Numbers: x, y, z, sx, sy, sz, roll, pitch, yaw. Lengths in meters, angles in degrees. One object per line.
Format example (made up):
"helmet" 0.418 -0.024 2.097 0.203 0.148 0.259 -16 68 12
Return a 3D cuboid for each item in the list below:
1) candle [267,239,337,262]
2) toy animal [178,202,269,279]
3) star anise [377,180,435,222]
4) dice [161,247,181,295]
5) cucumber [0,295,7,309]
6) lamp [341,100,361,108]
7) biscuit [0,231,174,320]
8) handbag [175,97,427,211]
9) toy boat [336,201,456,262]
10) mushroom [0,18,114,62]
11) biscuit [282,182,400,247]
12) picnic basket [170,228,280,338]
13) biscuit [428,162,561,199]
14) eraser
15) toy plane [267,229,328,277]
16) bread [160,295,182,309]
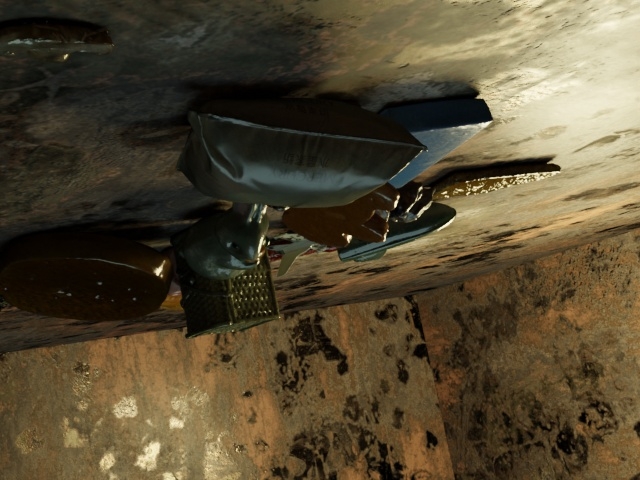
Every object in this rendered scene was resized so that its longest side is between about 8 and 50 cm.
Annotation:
"candle" -0.037 0.012 1.825 0.329 0.051 0.048 -13 168 12
"toy animal" -0.140 -0.012 1.374 0.127 0.125 0.251 -39 179 -29
"star anise" 0.105 -0.059 1.489 0.212 0.073 0.197 -14 173 4
"dice" -0.275 0.061 1.712 0.093 0.091 0.094 -8 171 -19
"cucumber" -0.645 0.089 1.523 0.072 0.072 0.300 -11 170 -3
"lamp" 0.022 -0.144 1.008 0.063 0.031 0.083 -10 168 -14
"biscuit" -0.441 0.063 1.500 0.350 0.070 0.394 8 158 -22
"handbag" -0.036 -0.094 0.950 0.270 0.117 0.182 5 167 -21
"toy boat" 0.159 -0.016 1.741 0.261 0.078 0.085 -20 131 7
"mushroom" -0.214 -0.157 0.666 0.101 0.019 0.049 -5 170 -29
"biscuit" 0.006 -0.058 1.224 0.205 0.049 0.324 20 162 5
"picnic basket" -0.189 0.074 1.567 0.154 0.196 0.134 -1 167 -44
"biscuit" 0.322 -0.113 1.570 0.237 0.026 0.131 -8 172 -21
"eraser" 0.105 -0.125 1.179 0.144 0.042 0.312 -9 171 -18
"toy plane" -0.009 -0.012 1.682 0.234 0.082 0.160 -31 153 24
"bread" -0.319 0.101 1.873 0.380 0.109 0.185 0 170 -45
